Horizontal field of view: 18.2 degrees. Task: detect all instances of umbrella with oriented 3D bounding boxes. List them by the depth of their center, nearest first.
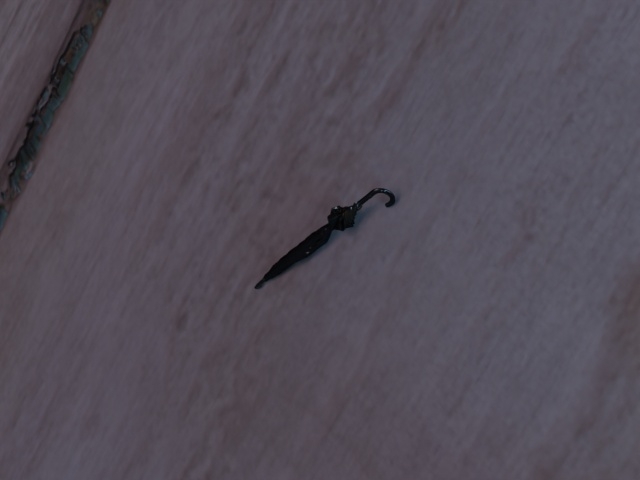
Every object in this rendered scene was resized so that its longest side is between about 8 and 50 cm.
[{"bbox_3d":[-0.003,-0.003,1.386,0.149,0.022,0.022,-32,33,37],"label":"umbrella"}]
